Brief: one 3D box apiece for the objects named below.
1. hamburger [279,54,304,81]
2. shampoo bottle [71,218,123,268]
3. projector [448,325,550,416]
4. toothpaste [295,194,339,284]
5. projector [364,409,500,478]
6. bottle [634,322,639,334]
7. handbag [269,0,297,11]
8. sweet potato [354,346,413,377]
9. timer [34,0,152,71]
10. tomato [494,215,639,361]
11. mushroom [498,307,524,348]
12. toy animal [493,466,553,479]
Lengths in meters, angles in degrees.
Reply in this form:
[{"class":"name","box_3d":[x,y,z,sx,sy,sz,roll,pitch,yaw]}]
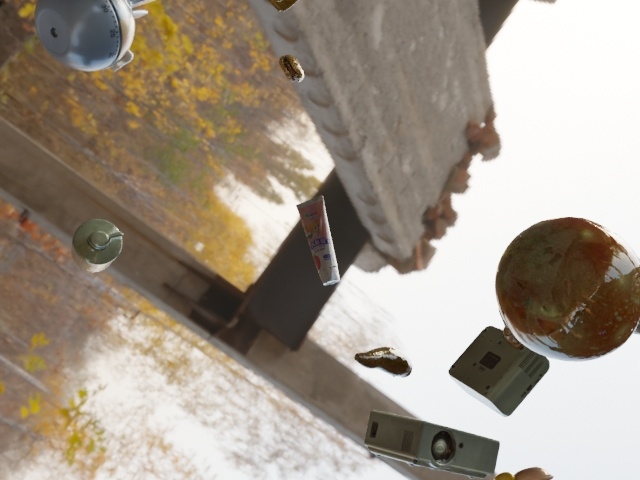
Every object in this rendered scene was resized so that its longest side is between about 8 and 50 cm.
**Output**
[{"class":"hamburger","box_3d":[-0.070,-0.422,1.873,0.044,0.076,0.083,-30,-165,4]},{"class":"shampoo bottle","box_3d":[-0.411,0.009,1.401,0.085,0.085,0.262,-56,-168,-15]},{"class":"projector","box_3d":[0.494,0.357,2.139,0.198,0.108,0.250,-47,-162,-7]},{"class":"toothpaste","box_3d":[0.000,0.000,1.678,0.067,0.194,0.043,-20,165,17]},{"class":"projector","box_3d":[0.151,0.278,1.034,0.115,0.147,0.061,-7,-114,55]},{"class":"bottle","box_3d":[0.728,0.147,1.765,0.120,0.253,0.120,-38,158,-19]},{"class":"handbag","box_3d":[-0.093,-0.546,1.040,0.283,0.401,0.133,-41,-174,8]},{"class":"sweet potato","box_3d":[0.176,0.315,2.008,0.077,0.244,0.077,-13,-114,32]},{"class":"timer","box_3d":[-0.354,-0.360,1.292,0.256,0.175,0.175,-5,146,-50]},{"class":"tomato","box_3d":[0.439,0.092,1.384,0.223,0.270,0.270,-19,165,-41]},{"class":"mushroom","box_3d":[0.541,0.205,2.094,0.093,0.116,0.225,-32,-175,21]},{"class":"toy animal","box_3d":[0.386,0.480,1.451,0.091,0.114,0.082,81,-2,-58]}]
